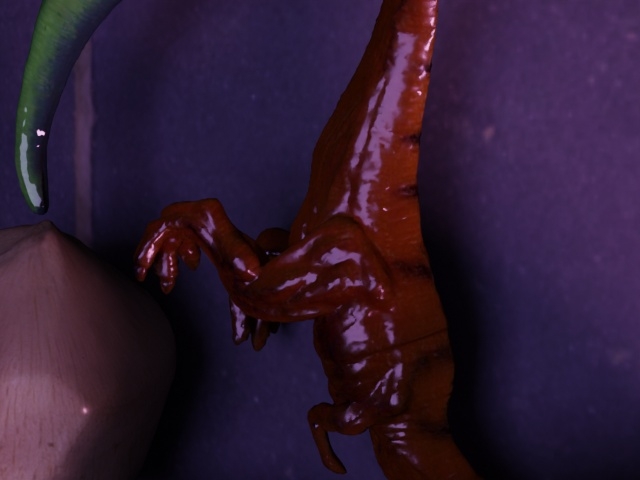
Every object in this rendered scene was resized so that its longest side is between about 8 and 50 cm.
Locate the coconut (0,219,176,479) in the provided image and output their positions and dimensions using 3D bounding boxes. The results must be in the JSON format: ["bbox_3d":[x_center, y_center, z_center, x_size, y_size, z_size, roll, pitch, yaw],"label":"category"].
[{"bbox_3d":[-0.204,0.086,0.806,0.224,0.224,0.224,5,98,36],"label":"coconut"}]

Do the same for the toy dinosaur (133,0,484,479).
[{"bbox_3d":[0.000,0.000,0.682,0.208,0.097,0.432,0,108,34],"label":"toy dinosaur"}]

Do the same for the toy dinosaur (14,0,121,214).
[{"bbox_3d":[0.019,-0.197,0.677,0.374,0.144,0.500,22,111,20],"label":"toy dinosaur"}]
